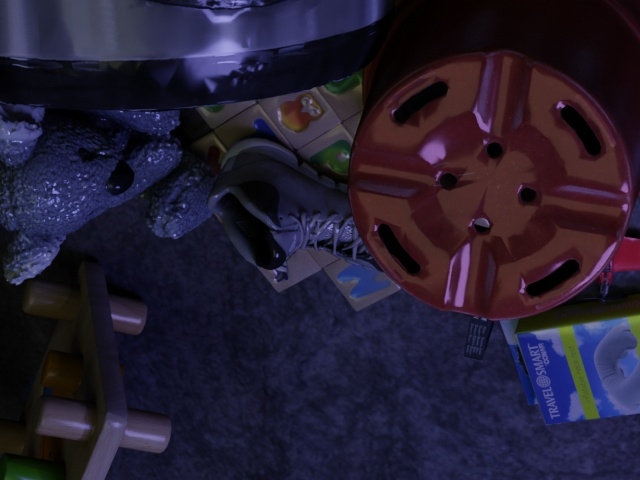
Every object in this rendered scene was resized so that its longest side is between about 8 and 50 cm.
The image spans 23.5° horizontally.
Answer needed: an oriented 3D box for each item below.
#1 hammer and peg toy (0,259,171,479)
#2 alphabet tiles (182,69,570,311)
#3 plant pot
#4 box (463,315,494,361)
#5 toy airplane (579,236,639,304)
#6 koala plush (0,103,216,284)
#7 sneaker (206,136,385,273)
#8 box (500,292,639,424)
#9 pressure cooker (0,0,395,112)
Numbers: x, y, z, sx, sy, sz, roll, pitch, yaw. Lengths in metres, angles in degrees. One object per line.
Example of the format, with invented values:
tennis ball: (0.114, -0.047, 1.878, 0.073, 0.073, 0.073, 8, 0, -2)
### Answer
hammer and peg toy: (-0.274, 0.226, 1.524, 0.127, 0.266, 0.361, 13, 120, -22)
alphabet tiles: (0.038, -0.087, 1.393, 0.343, 0.011, 0.285, -29, 107, 29)
plant pot: (0.141, -0.080, 1.186, 0.273, 0.265, 0.272, 4, 111, 11)
box: (0.151, 0.058, 1.408, 0.018, 0.067, 0.083, 13, 122, 10)
toy airplane: (0.256, -0.008, 1.355, 0.151, 0.028, 0.151, 5, 118, 9)
koala plush: (-0.223, -0.071, 1.352, 0.203, 0.221, 0.196, 10, 122, 18)
sneaker: (0.000, 0.000, 1.369, 0.229, 0.132, 0.086, 23, 124, 4)
box: (0.261, 0.109, 1.418, 0.178, 0.042, 0.109, -11, 115, 22)
pressure cooker: (-0.132, -0.326, 1.079, 0.376, 0.370, 0.420, 5, 110, 16)
